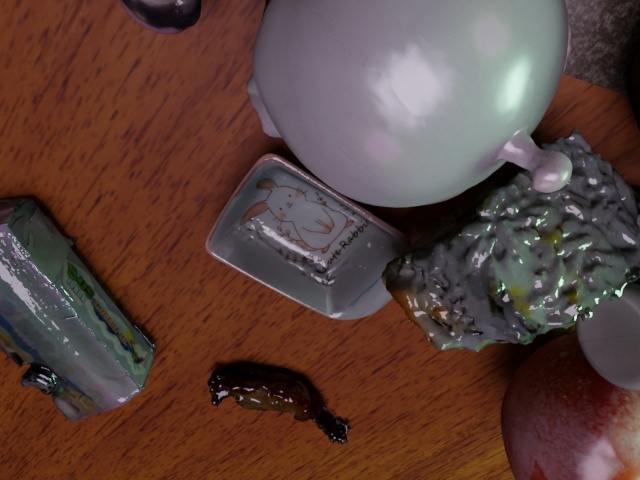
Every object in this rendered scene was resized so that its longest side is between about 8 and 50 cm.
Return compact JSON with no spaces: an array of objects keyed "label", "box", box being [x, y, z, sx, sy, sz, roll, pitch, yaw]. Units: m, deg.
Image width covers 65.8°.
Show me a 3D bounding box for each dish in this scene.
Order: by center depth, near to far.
[{"label":"dish","box":[0.000,0.000,0.582,0.234,0.064,0.154,31,120,-16]}]

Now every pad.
[{"label":"pad","box":[0.261,-0.228,0.451,0.235,0.003,0.158,15,123,-7]}]

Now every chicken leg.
[{"label":"chicken leg","box":[-0.052,0.253,0.765,0.253,0.051,0.106,28,127,-16]}]

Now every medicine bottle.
[{"label":"medicine bottle","box":[0.373,0.082,0.510,0.191,0.107,0.107,-8,126,-18]}]

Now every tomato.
[{"label":"tomato","box":[0.358,0.241,0.618,0.270,0.227,0.270,1,86,-12]}]

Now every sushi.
[{"label":"sushi","box":[0.198,0.002,0.481,0.274,0.184,0.139,-37,87,-12]}]

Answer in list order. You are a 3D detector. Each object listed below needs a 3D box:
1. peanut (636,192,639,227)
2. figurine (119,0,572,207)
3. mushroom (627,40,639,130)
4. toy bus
[{"label":"peanut","box":[0.318,0.027,0.572,0.082,0.082,0.187,30,119,-16]},{"label":"figurine","box":[0.019,-0.173,0.377,0.361,0.211,0.253,40,117,-20]},{"label":"mushroom","box":[0.391,-0.121,0.381,0.267,0.254,0.267,34,161,14]},{"label":"toy bus","box":[-0.351,0.092,0.641,0.138,0.112,0.317,-18,122,10]}]
